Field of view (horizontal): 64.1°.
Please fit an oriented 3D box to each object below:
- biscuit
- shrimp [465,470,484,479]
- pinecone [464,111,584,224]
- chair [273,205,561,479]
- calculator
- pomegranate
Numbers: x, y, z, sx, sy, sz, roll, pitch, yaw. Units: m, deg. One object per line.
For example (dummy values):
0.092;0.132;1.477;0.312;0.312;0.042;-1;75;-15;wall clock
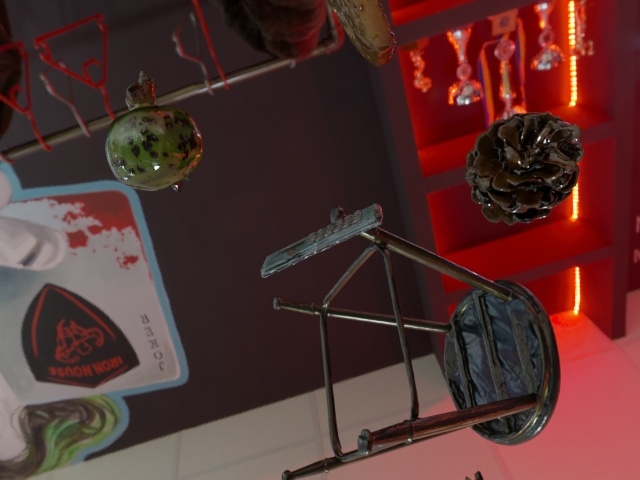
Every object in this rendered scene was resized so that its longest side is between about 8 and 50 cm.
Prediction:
0.005;-0.412;0.754;0.046;0.359;0.359;-33;-152;11;biscuit
0.250;0.369;0.529;0.068;0.287;0.185;-49;-153;34;shrimp
0.345;-0.123;0.860;0.179;0.184;0.204;-20;-175;0;pinecone
0.167;0.210;0.910;0.409;0.362;0.365;7;-123;-20;chair
0.000;0.000;0.650;0.172;0.018;0.057;-26;-164;14;calculator
-0.209;-0.134;0.632;0.122;0.162;0.122;-13;-176;1;pomegranate
